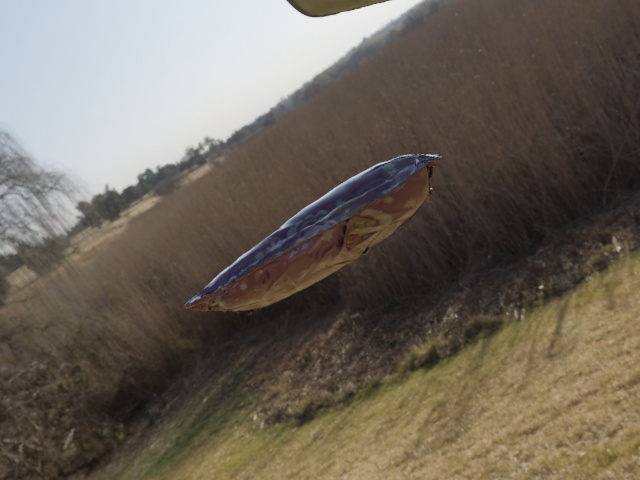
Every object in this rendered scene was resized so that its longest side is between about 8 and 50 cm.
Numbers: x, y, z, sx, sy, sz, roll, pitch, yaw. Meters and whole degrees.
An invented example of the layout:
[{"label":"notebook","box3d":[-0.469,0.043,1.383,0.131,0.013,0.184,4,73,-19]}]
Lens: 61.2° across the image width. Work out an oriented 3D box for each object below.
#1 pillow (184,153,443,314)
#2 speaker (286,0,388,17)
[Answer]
[{"label":"pillow","box3d":[0.000,0.000,0.372,0.185,0.043,0.118,-29,-13,9]},{"label":"speaker","box3d":[0.103,-0.359,0.513,0.406,0.183,0.184,-3,-14,27]}]
